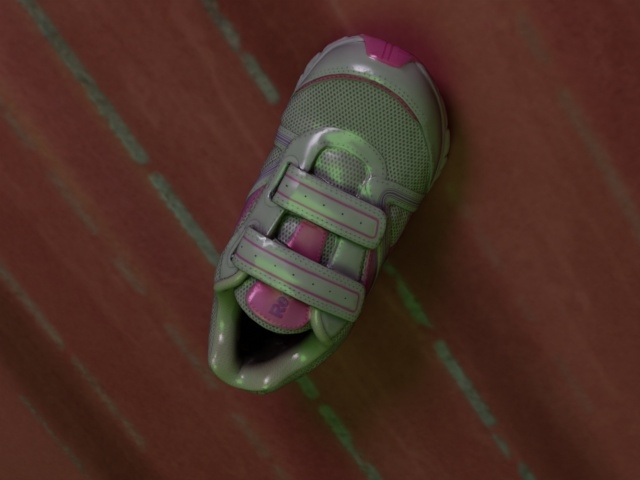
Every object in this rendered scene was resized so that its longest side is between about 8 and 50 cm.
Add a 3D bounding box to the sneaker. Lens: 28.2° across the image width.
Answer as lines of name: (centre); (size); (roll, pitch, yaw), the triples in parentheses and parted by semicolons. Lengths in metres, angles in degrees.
sneaker: (0.000, 0.000, 0.751); (0.103, 0.111, 0.252); (22, 126, 4)
